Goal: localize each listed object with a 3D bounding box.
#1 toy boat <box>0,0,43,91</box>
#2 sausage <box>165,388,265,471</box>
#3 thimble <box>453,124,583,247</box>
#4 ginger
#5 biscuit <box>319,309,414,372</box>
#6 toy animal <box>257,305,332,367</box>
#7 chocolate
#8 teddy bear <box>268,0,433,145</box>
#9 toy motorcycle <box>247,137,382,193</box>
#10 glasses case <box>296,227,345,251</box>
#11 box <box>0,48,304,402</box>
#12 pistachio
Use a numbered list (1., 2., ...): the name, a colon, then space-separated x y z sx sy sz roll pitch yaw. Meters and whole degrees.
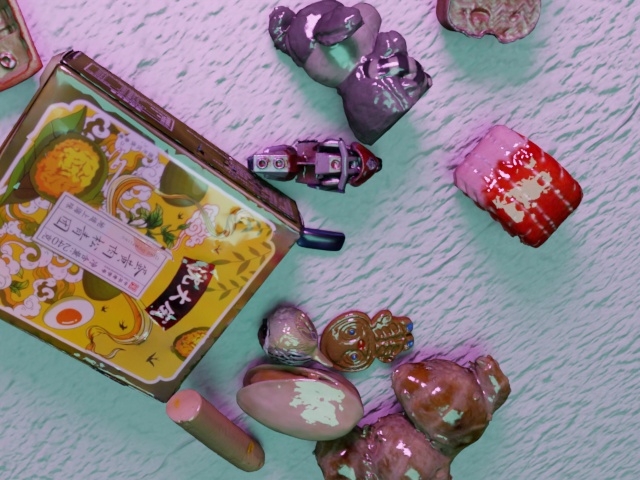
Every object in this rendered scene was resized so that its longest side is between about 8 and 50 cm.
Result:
1. toy boat: -0.498 -0.377 0.810 0.136 0.079 0.392 -26 115 4
2. sausage: -0.171 0.334 1.106 0.066 0.066 0.301 -24 140 1
3. thimble: 0.310 -0.084 1.016 0.189 0.163 0.125 36 101 -21
4. ginger: 0.183 0.346 1.169 0.256 0.176 0.375 42 100 -6
5. biscuit: 0.084 0.180 1.160 0.175 0.026 0.124 -10 114 -5
6. toy animal: -0.047 0.179 1.100 0.098 0.098 0.137 -35 97 6
7. chocolate: 0.243 -0.397 0.917 0.148 0.093 0.214 2 111 -9
8. teddy bear: 0.057 -0.263 0.907 0.144 0.171 0.251 -45 107 -12
9. toy motorcycle: -0.004 -0.113 0.975 0.213 0.122 0.082 -1 96 -8
10. glasses case: 0.000 0.000 1.075 0.083 0.023 0.033 8 108 -12
11. box: -0.297 -0.007 0.963 0.420 0.138 0.373 35 103 -19
12. pistachio: -0.033 0.280 1.125 0.223 0.126 0.152 7 129 7
